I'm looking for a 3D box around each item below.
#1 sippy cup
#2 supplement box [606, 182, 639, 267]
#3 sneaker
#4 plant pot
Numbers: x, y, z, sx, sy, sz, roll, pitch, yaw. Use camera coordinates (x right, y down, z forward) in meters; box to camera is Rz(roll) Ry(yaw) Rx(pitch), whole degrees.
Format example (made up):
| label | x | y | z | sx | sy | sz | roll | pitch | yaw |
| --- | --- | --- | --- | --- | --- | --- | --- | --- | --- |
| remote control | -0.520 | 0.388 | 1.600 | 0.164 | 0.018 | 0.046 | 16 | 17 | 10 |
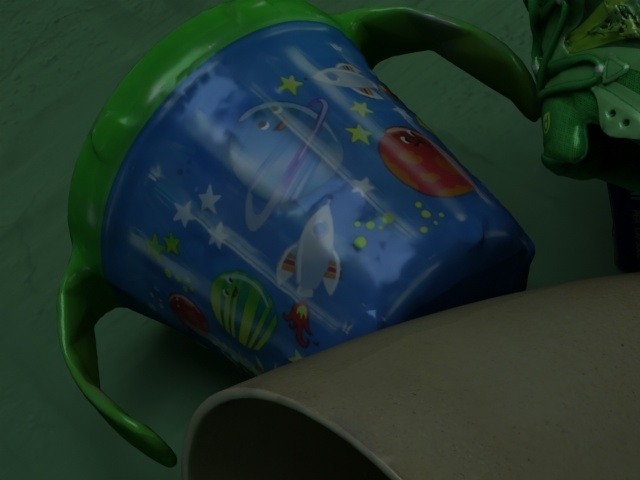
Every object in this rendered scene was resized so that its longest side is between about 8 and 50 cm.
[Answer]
| label | x | y | z | sx | sy | sz | roll | pitch | yaw |
| --- | --- | --- | --- | --- | --- | --- | --- | --- | --- |
| sippy cup | 0.000 | 0.000 | 0.893 | 0.224 | 0.240 | 0.305 | 41 | 112 | 30 |
| supplement box | 0.359 | -0.112 | 0.881 | 0.357 | 0.194 | 0.195 | -1 | 48 | 19 |
| sneaker | 0.150 | -0.098 | 0.751 | 0.123 | 0.109 | 0.295 | -38 | 68 | 6 |
| plant pot | 0.116 | 0.129 | 0.729 | 0.274 | 0.256 | 0.256 | -27 | 43 | -32 |
